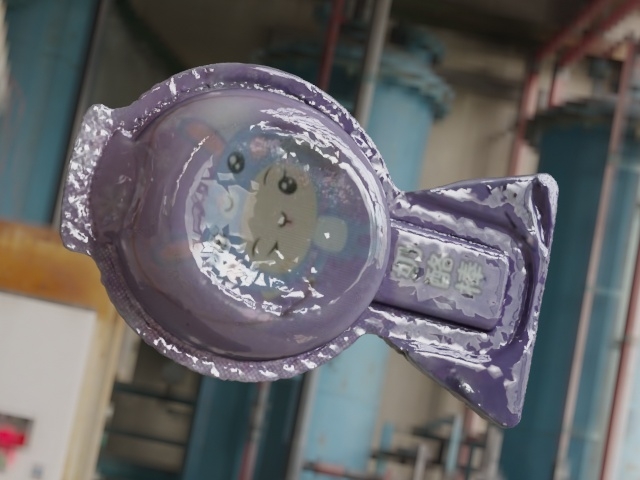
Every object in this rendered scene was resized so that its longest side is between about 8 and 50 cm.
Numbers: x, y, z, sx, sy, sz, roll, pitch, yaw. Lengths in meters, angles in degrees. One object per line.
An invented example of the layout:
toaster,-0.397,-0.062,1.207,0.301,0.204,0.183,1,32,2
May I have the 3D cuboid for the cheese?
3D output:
cheese,0.000,0.000,0.654,0.191,0.105,0.042,14,-7,-31
